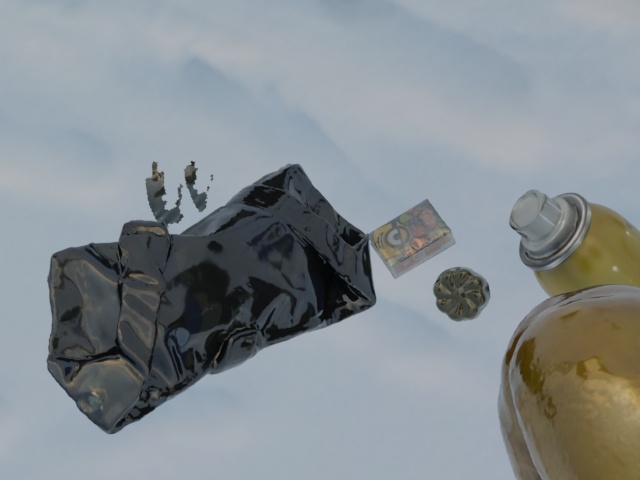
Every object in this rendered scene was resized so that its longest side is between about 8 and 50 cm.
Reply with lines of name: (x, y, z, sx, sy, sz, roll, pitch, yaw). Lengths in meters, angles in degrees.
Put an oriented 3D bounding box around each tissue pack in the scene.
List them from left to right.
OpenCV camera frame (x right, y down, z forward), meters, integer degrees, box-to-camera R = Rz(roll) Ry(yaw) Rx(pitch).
tissue pack: (0.103, -0.003, 1.646, 0.063, 0.083, 0.035, 55, 176, 41)

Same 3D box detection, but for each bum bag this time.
bum bag: (-0.079, 0.033, 1.099, 0.074, 0.310, 0.137, -19, 93, 49)

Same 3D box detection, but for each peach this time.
peach: (0.210, 0.149, 0.992, 0.153, 0.251, 0.251, -9, 125, -3)

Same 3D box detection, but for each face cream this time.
face cream: (0.315, 0.061, 1.411, 0.349, 0.105, 0.105, 36, 142, -26)

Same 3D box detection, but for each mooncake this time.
mooncake: (-0.001, 0.001, 1.441, 0.347, 0.057, 0.150, 2, 87, -3)
